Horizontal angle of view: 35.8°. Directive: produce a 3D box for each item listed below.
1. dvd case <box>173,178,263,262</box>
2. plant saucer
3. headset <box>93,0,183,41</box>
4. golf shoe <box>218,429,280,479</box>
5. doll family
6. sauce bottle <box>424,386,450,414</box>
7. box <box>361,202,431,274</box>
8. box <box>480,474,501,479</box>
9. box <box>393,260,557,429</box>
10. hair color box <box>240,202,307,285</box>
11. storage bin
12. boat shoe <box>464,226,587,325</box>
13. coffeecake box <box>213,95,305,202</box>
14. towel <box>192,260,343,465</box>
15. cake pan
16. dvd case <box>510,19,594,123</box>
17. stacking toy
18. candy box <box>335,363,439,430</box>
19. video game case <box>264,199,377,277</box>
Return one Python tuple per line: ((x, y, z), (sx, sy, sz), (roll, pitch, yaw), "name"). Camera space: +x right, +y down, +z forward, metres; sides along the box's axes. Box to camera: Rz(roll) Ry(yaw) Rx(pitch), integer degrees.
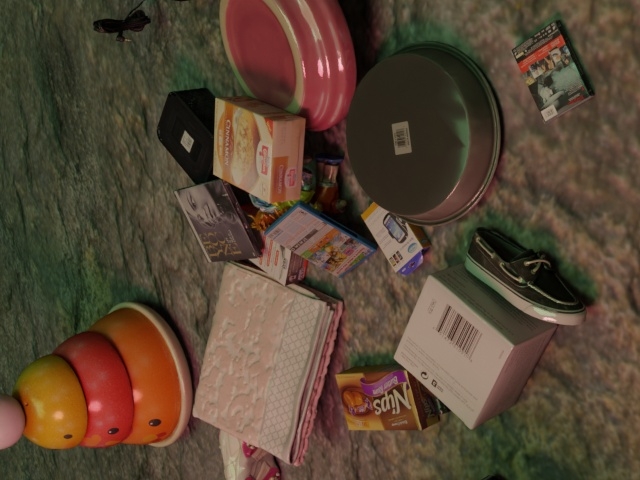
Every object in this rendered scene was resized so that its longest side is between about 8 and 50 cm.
((-0.204, -0.035, 1.934), (0.221, 0.018, 0.164), (-5, 113, 58), "dvd case")
((-0.071, -0.334, 1.681), (0.332, 0.084, 0.332), (40, 145, 36), "plant saucer")
((-0.314, -0.543, 1.874), (0.243, 0.185, 0.394), (57, 143, 19), "headset")
((-0.156, 0.460, 2.077), (0.140, 0.115, 0.306), (25, 112, 50), "golf shoe")
((-0.075, -0.089, 1.800), (0.263, 0.118, 0.163), (23, 118, 41), "doll family")
((0.188, 0.228, 1.667), (0.042, 0.042, 0.128), (-17, 90, 49), "sauce bottle")
((0.130, -0.011, 1.669), (0.081, 0.028, 0.136), (-46, 70, 43), "box")
((0.177, 0.692, 1.488), (0.297, 0.480, 0.472), (32, 124, 37), "box")
((0.236, 0.157, 1.534), (0.181, 0.119, 0.182), (42, 130, 31), "box")
((-0.096, 0.005, 1.902), (0.167, 0.053, 0.093), (35, 126, 38), "hair color box")
((-0.235, -0.205, 1.967), (0.180, 0.084, 0.122), (49, 133, 27), "storage bin")
((0.301, 0.050, 1.462), (0.219, 0.077, 0.070), (34, 126, 39), "boat shoe")
((-0.108, -0.159, 1.699), (0.185, 0.068, 0.142), (28, 120, 48), "coffeecake box")
((-0.115, 0.231, 1.920), (0.317, 0.053, 0.332), (17, 95, 44), "towel")
((0.148, -0.165, 1.562), (0.293, 0.054, 0.293), (9, 103, 44), "cake pan")
((0.326, -0.237, 1.397), (0.087, 0.013, 0.119), (-32, 76, 47), "dvd case")
((-0.557, 0.352, 2.189), (0.350, 0.480, 0.351), (17, 114, 44), "stacking toy")
((0.116, 0.278, 1.753), (0.186, 0.053, 0.109), (-11, 93, 50), "candy box")
((0.000, 0.000, 1.738), (0.119, 0.166, 0.015), (-39, 28, 46), "video game case")
